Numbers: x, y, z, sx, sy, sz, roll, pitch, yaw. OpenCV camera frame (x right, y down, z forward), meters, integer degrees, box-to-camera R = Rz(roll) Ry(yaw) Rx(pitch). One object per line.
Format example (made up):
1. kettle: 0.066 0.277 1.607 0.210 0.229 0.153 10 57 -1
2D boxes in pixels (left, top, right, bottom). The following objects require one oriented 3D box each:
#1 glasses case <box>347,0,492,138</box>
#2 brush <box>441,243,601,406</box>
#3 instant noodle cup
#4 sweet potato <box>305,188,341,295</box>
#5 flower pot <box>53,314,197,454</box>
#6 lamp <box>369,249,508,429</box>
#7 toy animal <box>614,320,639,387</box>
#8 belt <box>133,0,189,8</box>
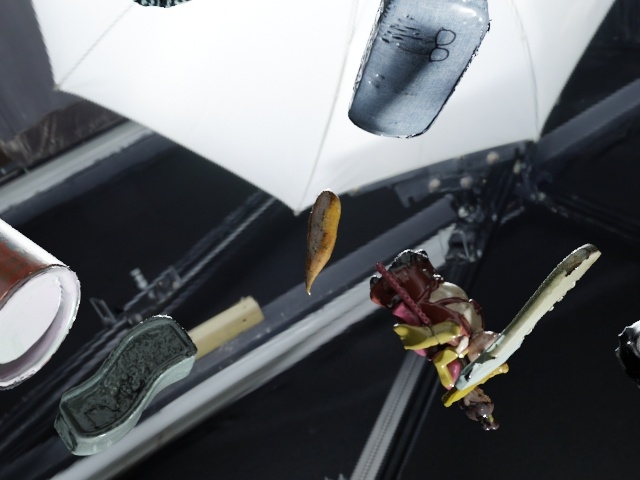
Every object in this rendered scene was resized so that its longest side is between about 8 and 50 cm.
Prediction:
1. glasses case: 0.099 -0.192 0.801 0.109 0.282 0.067 11 -112 -4
2. brush: 0.200 0.095 0.756 0.085 0.336 0.020 -27 -113 -25
3. instant noodle cup: -0.238 0.027 0.473 0.136 0.127 0.127 25 -131 15
4. sweet potato: 0.000 0.000 1.212 0.056 0.056 0.195 -4 -118 28
5. flower pot: -0.297 0.220 1.116 0.229 0.103 0.108 -44 173 -32
6. lamp: 0.173 0.127 0.975 0.118 0.118 0.253 -32 -114 -16
7. toy animal: 0.528 0.189 1.030 0.166 0.138 0.179 -26 -129 9
8. belt: -0.164 -0.353 0.718 0.257 0.207 0.150 41 -136 8
